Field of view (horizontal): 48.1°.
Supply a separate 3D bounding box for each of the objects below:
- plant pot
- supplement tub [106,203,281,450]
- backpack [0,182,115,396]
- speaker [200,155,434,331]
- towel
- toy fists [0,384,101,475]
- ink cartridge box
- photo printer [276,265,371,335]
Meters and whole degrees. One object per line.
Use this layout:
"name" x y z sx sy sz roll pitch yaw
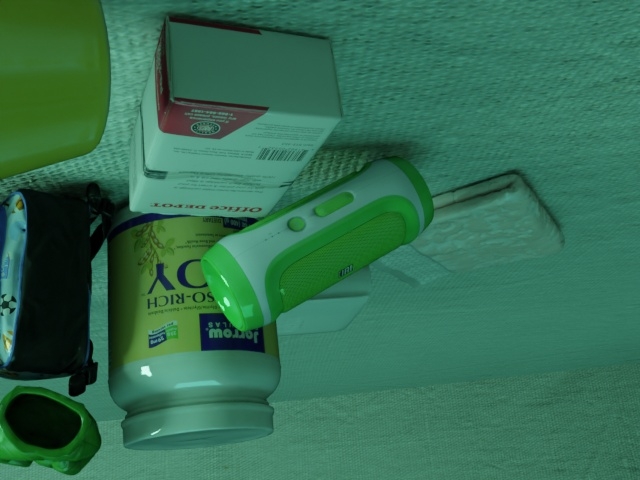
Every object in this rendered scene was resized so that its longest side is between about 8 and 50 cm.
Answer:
"plant pot" -0.293 -0.131 0.512 0.239 0.254 0.254 -10 164 -36
"supplement tub" -0.183 0.119 1.034 0.241 0.331 0.241 -7 159 -3
"backpack" -0.419 0.074 0.967 0.213 0.276 0.263 13 158 -32
"speaker" 0.000 0.000 0.931 0.297 0.131 0.131 -29 166 -20
"towel" 0.242 0.000 1.257 0.317 0.053 0.332 -17 157 24
"toy fists" -0.406 0.216 0.872 0.279 0.096 0.142 16 159 -7
"ink cartridge box" -0.103 -0.117 0.773 0.172 0.100 0.237 2 157 -23
"photo printer" -0.082 0.109 1.351 0.308 0.107 0.256 -2 158 -13
